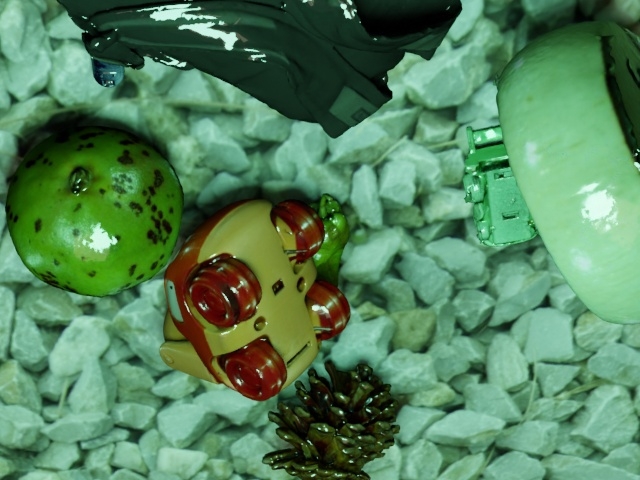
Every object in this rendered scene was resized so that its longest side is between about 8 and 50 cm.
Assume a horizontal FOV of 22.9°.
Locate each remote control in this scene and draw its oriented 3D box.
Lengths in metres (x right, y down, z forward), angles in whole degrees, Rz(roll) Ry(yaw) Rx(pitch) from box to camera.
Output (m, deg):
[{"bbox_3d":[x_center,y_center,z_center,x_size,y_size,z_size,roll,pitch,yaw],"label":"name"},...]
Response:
[{"bbox_3d":[-0.250,-0.248,1.838,0.044,0.027,0.152,0,122,2],"label":"remote control"}]

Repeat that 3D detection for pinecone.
[{"bbox_3d":[0.015,0.250,2.107,0.195,0.150,0.179,-49,151,14],"label":"pinecone"}]

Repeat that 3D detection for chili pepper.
[{"bbox_3d":[0.003,0.000,1.996,0.072,0.073,0.204,-20,136,-34],"label":"chili pepper"}]

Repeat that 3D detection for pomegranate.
[{"bbox_3d":[-0.270,-0.025,1.901,0.211,0.211,0.263,0,158,-3],"label":"pomegranate"}]

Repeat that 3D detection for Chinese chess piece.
[{"bbox_3d":[0.335,-0.079,1.786,0.146,0.349,0.349,-23,123,23],"label":"Chinese chess piece"}]

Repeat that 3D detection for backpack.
[{"bbox_3d":[-0.054,-0.298,1.674,0.446,0.255,0.363,26,118,-35],"label":"backpack"}]

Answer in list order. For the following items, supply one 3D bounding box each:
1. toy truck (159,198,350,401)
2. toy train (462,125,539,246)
[{"bbox_3d":[-0.113,0.071,1.951,0.239,0.189,0.264,10,130,40],"label":"toy truck"},{"bbox_3d":[0.225,-0.065,1.960,0.099,0.081,0.149,-12,130,5],"label":"toy train"}]
